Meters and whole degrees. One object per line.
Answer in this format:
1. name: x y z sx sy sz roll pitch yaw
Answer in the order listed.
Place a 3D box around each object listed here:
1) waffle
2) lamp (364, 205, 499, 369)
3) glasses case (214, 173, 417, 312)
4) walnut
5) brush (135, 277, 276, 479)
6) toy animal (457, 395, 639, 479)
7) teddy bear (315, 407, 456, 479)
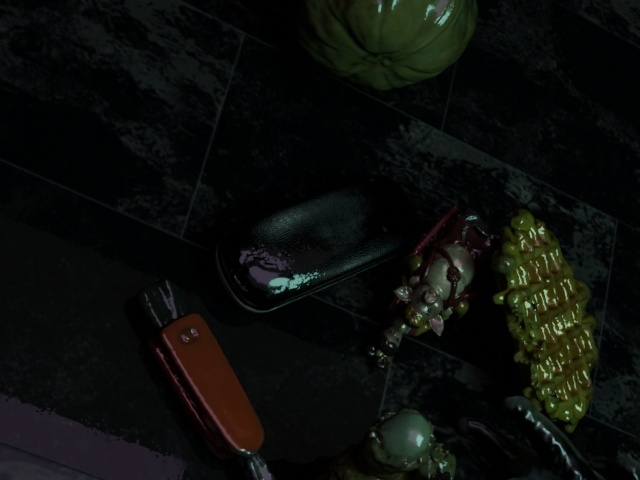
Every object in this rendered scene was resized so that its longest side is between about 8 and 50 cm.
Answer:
1. waffle: 0.312 0.111 1.850 0.301 0.058 0.281 62 32 -23
2. lamp: 0.151 0.065 1.815 0.118 0.118 0.253 48 56 -5
3. glasses case: 0.000 0.000 1.776 0.314 0.075 0.122 -23 82 -33
4. walnut: 0.082 -0.356 1.846 0.282 0.253 0.277 5 63 -25
5. brush: -0.136 0.195 1.648 0.070 0.051 0.323 -24 81 -40
6. toy animal: 0.337 0.388 1.750 0.344 0.194 0.303 14 60 -18
7. teddy bear: 0.100 0.360 1.646 0.267 0.156 0.256 -44 89 12
